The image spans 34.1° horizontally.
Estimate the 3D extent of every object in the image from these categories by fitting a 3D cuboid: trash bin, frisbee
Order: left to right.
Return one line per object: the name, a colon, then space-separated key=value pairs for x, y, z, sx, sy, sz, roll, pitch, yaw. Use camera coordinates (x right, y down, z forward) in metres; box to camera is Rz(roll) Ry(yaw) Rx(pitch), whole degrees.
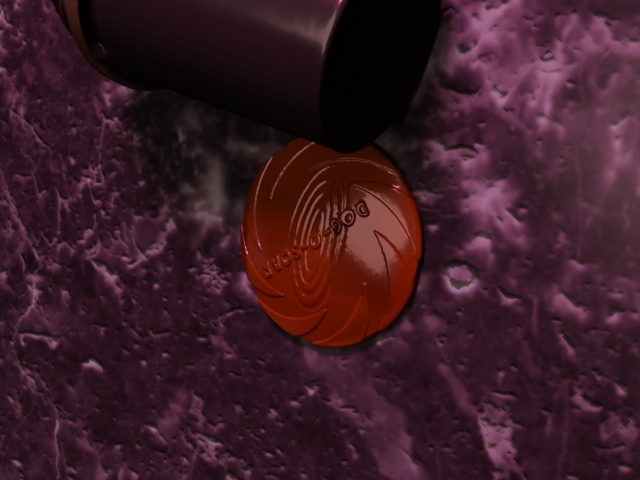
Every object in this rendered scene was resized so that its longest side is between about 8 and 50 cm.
trash bin: x=-0.087 y=-0.207 z=0.858 sx=0.334 sy=0.214 sz=0.214 roll=28 pitch=108 yaw=24
frisbee: x=0.000 y=0.000 z=0.915 sx=0.192 sy=0.035 sz=0.192 roll=3 pitch=95 yaw=35
